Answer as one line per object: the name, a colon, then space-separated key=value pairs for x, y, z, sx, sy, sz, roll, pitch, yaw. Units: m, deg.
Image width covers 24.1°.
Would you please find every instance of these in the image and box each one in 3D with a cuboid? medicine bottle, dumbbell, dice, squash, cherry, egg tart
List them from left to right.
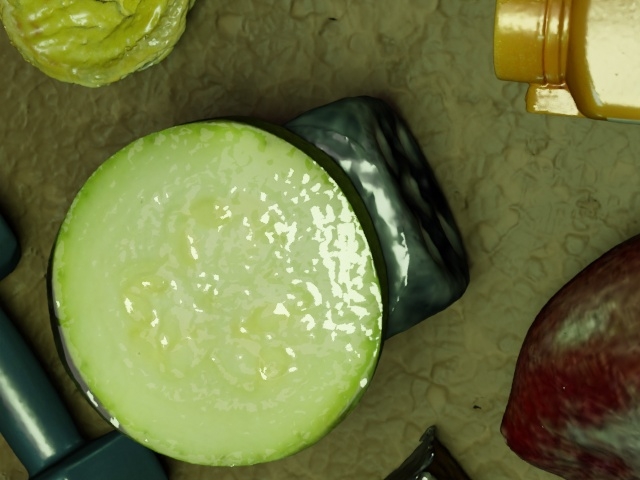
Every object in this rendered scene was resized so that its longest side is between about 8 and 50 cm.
dumbbell: x=-0.265 y=0.120 z=1.278 sx=0.325 sy=0.160 sz=0.144 roll=57 pitch=137 yaw=4
egg tart: x=-0.183 y=-0.219 z=1.249 sx=0.191 sy=0.074 sz=0.191 roll=2 pitch=98 yaw=16
squash: x=-0.075 y=0.040 z=1.078 sx=0.252 sy=0.049 sz=0.252 roll=2 pitch=98 yaw=13
dice: x=0.000 y=0.000 z=1.170 sx=0.182 sy=0.183 sz=0.181 roll=-24 pitch=88 yaw=16
medicine bottle: x=0.247 y=-0.161 z=1.117 sx=0.222 sy=0.112 sz=0.149 roll=6 pitch=99 yaw=15
cherry: x=0.270 y=0.099 z=1.091 sx=0.300 sy=0.203 sz=0.230 roll=-14 pitch=133 yaw=23

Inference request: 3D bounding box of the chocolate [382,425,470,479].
chocolate: x=0.025 y=0.305 z=1.243 sx=0.112 sy=0.112 sz=0.321 roll=43 pitch=105 yaw=-2
